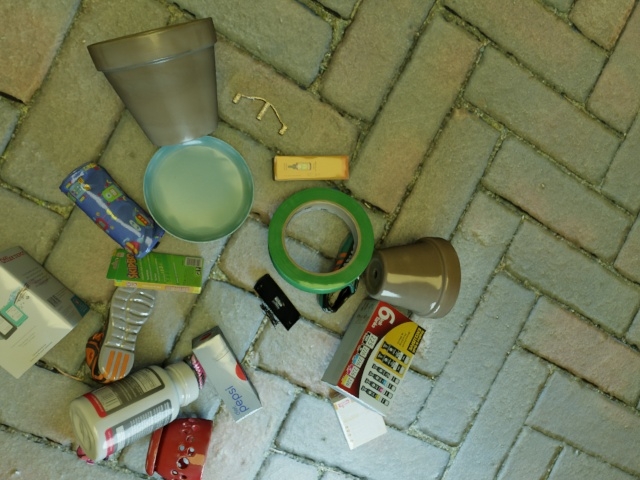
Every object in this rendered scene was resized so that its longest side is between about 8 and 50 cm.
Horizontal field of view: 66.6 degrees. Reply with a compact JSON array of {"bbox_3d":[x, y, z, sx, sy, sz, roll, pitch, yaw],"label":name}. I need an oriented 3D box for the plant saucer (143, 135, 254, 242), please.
[{"bbox_3d":[-0.356,-0.151,1.441,0.318,0.044,0.317,0,89,-20],"label":"plant saucer"}]

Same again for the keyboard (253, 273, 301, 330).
[{"bbox_3d":[-0.152,0.207,1.574,0.100,0.038,0.192,-43,105,-29],"label":"keyboard"}]

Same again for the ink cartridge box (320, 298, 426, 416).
[{"bbox_3d":[0.201,0.389,1.587,0.272,0.130,0.309,35,72,-16],"label":"ink cartridge box"}]

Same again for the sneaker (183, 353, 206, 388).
[{"bbox_3d":[-0.399,0.414,1.534,0.057,0.047,0.119,-12,99,8],"label":"sneaker"}]

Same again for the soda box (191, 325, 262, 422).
[{"bbox_3d":[-0.293,0.418,1.530,0.098,0.091,0.286,-28,103,-9],"label":"soda box"}]

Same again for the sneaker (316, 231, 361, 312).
[{"bbox_3d":[0.094,0.101,1.565,0.108,0.121,0.302,27,91,-16],"label":"sneaker"}]

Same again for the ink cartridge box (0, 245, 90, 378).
[{"bbox_3d":[-0.818,0.184,1.316,0.197,0.198,0.270,-43,104,-4],"label":"ink cartridge box"}]

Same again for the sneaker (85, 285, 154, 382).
[{"bbox_3d":[-0.601,0.250,1.419,0.125,0.180,0.321,33,54,-34],"label":"sneaker"}]

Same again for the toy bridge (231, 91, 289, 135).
[{"bbox_3d":[-0.173,-0.395,1.483,0.188,0.026,0.063,32,88,-16],"label":"toy bridge"}]

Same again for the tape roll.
[{"bbox_3d":[0.000,0.000,1.490,0.321,0.077,0.321,2,74,-7],"label":"tape roll"}]

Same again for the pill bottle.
[{"bbox_3d":[-0.516,0.464,1.383,0.319,0.176,0.176,-18,104,-45],"label":"pill bottle"}]

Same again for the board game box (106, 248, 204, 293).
[{"bbox_3d":[-0.479,0.089,1.427,0.260,0.124,0.039,9,131,-16],"label":"board game box"}]

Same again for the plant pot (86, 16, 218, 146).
[{"bbox_3d":[-0.404,-0.415,1.302,0.323,0.323,0.280,-19,117,-11],"label":"plant pot"}]

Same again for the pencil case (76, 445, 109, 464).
[{"bbox_3d":[-0.655,0.552,1.457,0.095,0.098,0.209,16,93,-15],"label":"pencil case"}]

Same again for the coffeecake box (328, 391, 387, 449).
[{"bbox_3d":[0.129,0.592,1.667,0.142,0.068,0.185,-21,102,-11],"label":"coffeecake box"}]

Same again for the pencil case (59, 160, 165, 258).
[{"bbox_3d":[-0.575,-0.086,1.378,0.306,0.119,0.133,46,53,-15],"label":"pencil case"}]

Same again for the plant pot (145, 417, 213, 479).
[{"bbox_3d":[-0.429,0.633,1.476,0.174,0.191,0.191,11,95,-11],"label":"plant pot"}]

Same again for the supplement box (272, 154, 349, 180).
[{"bbox_3d":[-0.032,-0.225,1.515,0.234,0.080,0.078,-2,97,-15],"label":"supplement box"}]

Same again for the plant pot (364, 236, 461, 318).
[{"bbox_3d":[0.270,0.108,1.525,0.229,0.263,0.263,6,96,-21],"label":"plant pot"}]
